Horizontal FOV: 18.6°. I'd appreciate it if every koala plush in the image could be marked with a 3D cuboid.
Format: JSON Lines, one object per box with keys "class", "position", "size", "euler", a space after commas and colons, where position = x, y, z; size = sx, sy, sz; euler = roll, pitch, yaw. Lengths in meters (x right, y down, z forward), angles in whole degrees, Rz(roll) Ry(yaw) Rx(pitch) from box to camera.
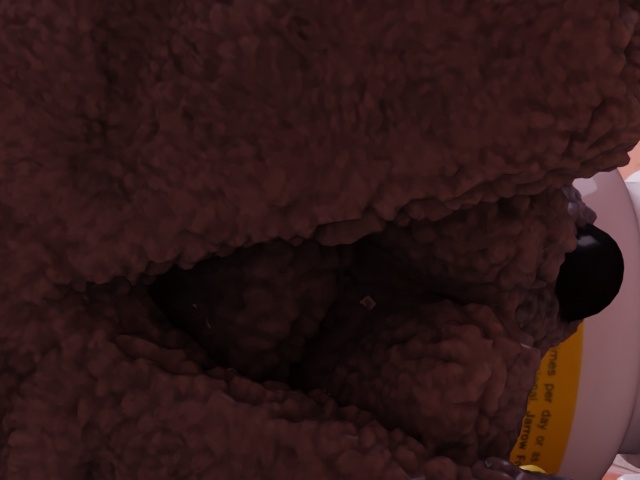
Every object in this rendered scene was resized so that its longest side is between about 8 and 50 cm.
{"class": "koala plush", "position": [0.000, 0.000, 0.512], "size": [0.203, 0.196, 0.221], "euler": [4, 9, 14]}

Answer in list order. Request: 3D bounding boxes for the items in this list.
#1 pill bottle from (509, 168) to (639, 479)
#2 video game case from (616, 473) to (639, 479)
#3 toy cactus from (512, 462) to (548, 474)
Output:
{"class": "pill bottle", "position": [0.027, 0.032, 0.885], "size": [0.333, 0.188, 0.188], "euler": [2, 3, -11]}
{"class": "video game case", "position": [0.249, 0.159, 0.644], "size": [0.204, 0.025, 0.285], "euler": [3, 24, -27]}
{"class": "toy cactus", "position": [0.079, 0.145, 0.641], "size": [0.180, 0.112, 0.219], "euler": [36, -4, -5]}
